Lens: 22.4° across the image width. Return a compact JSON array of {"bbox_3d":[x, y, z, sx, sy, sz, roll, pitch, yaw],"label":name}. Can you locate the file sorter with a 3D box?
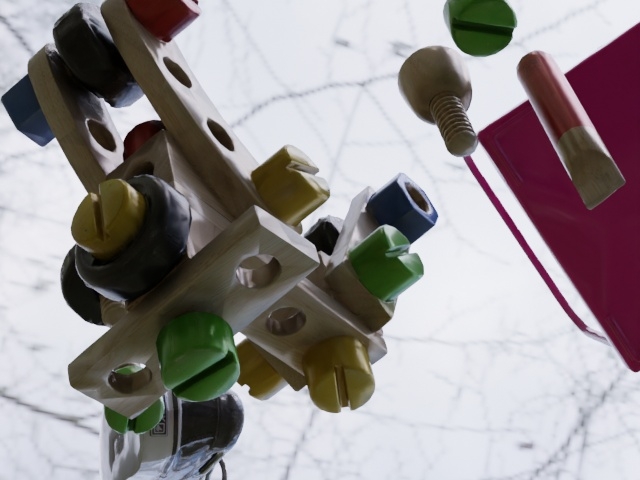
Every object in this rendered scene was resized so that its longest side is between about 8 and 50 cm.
[{"bbox_3d":[0.274,-0.077,1.205,0.290,0.202,0.182,-34,-174,-2],"label":"file sorter"}]

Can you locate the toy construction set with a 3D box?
[{"bbox_3d":[0.000,0.000,0.807,0.308,0.257,0.237,-20,-145,2],"label":"toy construction set"}]

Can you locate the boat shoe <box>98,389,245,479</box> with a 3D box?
[{"bbox_3d":[-0.136,0.181,1.454,0.306,0.105,0.113,126,-37,-63],"label":"boat shoe"}]
